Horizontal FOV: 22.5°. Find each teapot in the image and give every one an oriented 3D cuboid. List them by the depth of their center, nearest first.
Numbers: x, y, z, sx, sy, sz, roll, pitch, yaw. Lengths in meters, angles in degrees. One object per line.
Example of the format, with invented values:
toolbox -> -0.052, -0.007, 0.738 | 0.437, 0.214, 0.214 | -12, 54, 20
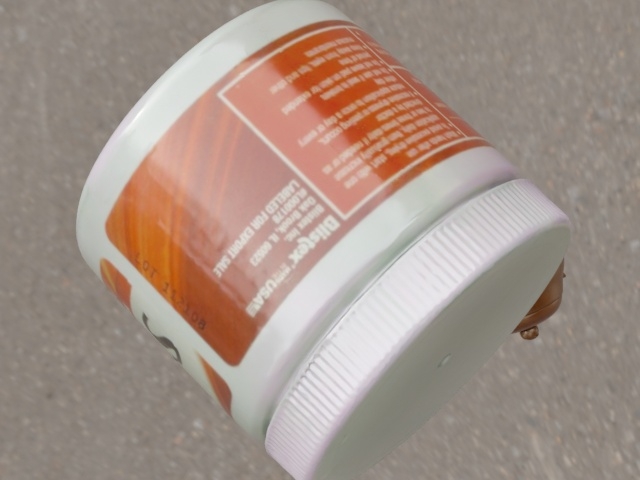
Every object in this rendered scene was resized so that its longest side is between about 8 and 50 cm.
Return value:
teapot -> 0.169, 0.041, 1.447 | 0.116, 0.116, 0.173 | 29, 35, 26

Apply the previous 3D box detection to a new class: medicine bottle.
medicine bottle -> 0.000, 0.000, 1.081 | 0.252, 0.252, 0.241 | -45, 72, -4
